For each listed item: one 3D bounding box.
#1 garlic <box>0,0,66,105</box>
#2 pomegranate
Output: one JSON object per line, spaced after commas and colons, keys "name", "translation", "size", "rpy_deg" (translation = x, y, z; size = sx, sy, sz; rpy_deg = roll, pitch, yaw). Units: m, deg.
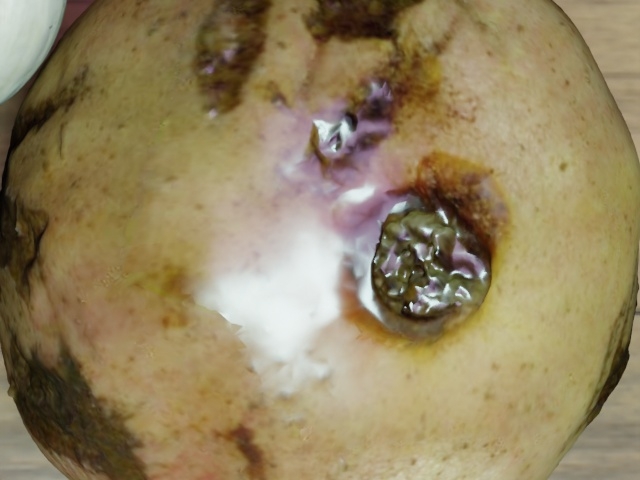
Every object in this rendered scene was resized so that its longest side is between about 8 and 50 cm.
{"name": "garlic", "translation": [-0.186, -0.157, 0.830], "size": [0.178, 0.143, 0.229], "rpy_deg": [-43, 68, 21]}
{"name": "pomegranate", "translation": [0.000, 0.000, 0.840], "size": [0.322, 0.322, 0.322], "rpy_deg": [1, 82, -8]}
